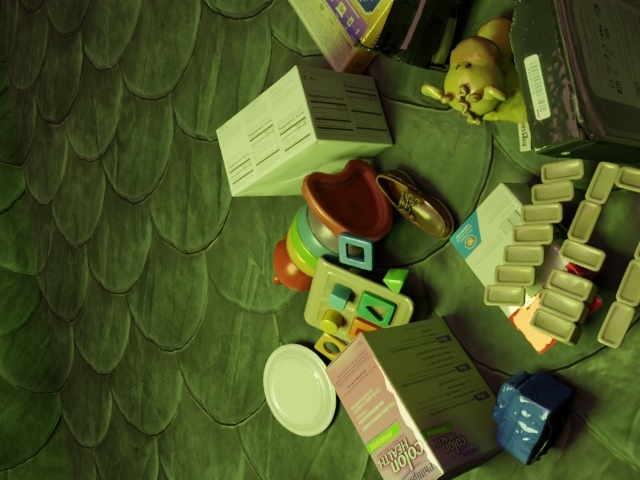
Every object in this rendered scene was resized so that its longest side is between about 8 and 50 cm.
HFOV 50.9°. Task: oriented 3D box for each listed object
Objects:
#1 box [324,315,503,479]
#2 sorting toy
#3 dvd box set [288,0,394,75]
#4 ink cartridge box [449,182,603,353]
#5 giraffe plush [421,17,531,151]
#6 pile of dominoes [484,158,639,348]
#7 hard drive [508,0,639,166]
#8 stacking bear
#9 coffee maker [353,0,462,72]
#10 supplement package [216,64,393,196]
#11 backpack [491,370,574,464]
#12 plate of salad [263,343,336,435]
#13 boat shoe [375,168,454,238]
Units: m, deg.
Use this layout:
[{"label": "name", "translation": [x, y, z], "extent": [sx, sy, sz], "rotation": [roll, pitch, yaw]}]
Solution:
[{"label": "box", "translation": [0.165, 0.265, 1.098], "extent": [0.117, 0.213, 0.243], "rotation": [-52, 57, 35]}, {"label": "sorting toy", "translation": [0.060, 0.139, 1.234], "extent": [0.195, 0.047, 0.348], "rotation": [26, 136, 12]}, {"label": "dvd box set", "translation": [0.095, -0.555, 1.231], "extent": [0.420, 0.062, 0.308], "rotation": [-50, 58, 37]}, {"label": "ink cartridge box", "translation": [0.319, 0.039, 1.017], "extent": [0.134, 0.078, 0.231], "rotation": [-52, 57, 34]}, {"label": "giraffe plush", "translation": [0.246, -0.239, 1.011], "extent": [0.181, 0.170, 0.210], "rotation": [-27, 73, 44]}, {"label": "pile of dominoes", "translation": [0.358, 0.013, 0.921], "extent": [0.195, 0.040, 0.251], "rotation": [24, 90, 37]}, {"label": "hard drive", "translation": [0.336, -0.212, 0.795], "extent": [0.064, 0.338, 0.237], "rotation": [-16, 80, 44]}, {"label": "stacking bear", "translation": [0.000, 0.000, 1.307], "extent": [0.164, 0.175, 0.289], "rotation": [57, 140, 12]}, {"label": "coffee maker", "translation": [0.165, -0.377, 1.086], "extent": [0.120, 0.171, 0.178], "rotation": [32, 117, 30]}, {"label": "supplement package", "translation": [-0.034, -0.198, 1.287], "extent": [0.261, 0.204, 0.145], "rotation": [-26, 75, 45]}, {"label": "backpack", "translation": [0.317, 0.268, 1.024], "extent": [0.101, 0.097, 0.120], "rotation": [31, 124, 40]}, {"label": "plate of salad", "translation": [-0.042, 0.318, 1.445], "extent": [0.199, 0.048, 0.200], "rotation": [6, 99, 36]}, {"label": "boat shoe", "translation": [0.162, -0.063, 1.191], "extent": [0.178, 0.060, 0.064], "rotation": [49, 125, 33]}]
